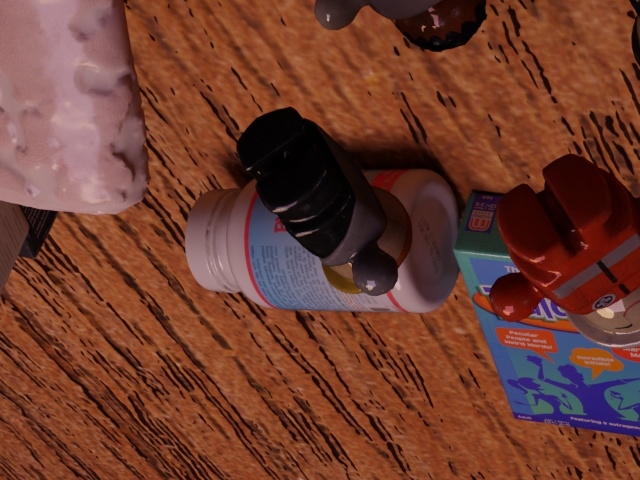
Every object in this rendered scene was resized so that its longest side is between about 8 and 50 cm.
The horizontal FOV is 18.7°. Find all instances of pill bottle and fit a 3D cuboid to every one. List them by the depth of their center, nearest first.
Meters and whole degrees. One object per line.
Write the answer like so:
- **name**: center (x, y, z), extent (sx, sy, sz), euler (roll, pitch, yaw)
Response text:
- **pill bottle**: center (0.000, 0.000, 1.193), extent (0.160, 0.087, 0.087), euler (0, 146, 31)

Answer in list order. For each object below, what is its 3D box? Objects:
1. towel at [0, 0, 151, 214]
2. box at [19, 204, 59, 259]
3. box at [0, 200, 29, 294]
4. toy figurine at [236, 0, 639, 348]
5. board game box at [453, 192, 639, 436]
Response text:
- **towel**: center (-0.247, -0.176, 0.951), extent (0.317, 0.053, 0.332), euler (8, 125, 20)
- **box**: center (-0.244, -0.096, 1.154), extent (0.153, 0.108, 0.207), euler (11, 150, 16)
- **box**: center (-0.236, -0.006, 1.100), extent (0.101, 0.087, 0.102), euler (9, 149, 17)
- **toy figurine**: center (0.085, -0.064, 0.915), extent (0.209, 0.213, 0.148), euler (8, 165, 27)
- **board game box**: center (0.183, 0.054, 1.216), extent (0.160, 0.047, 0.210), euler (6, 148, 23)
